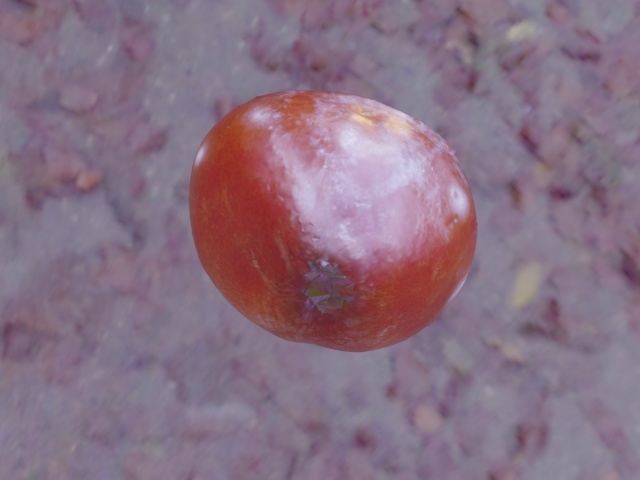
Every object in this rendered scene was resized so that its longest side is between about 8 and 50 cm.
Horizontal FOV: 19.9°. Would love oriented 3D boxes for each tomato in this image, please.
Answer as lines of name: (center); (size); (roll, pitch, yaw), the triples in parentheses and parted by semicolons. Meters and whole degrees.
tomato: (0.000, 0.000, 0.950); (0.159, 0.139, 0.091); (24, 31, 1)
